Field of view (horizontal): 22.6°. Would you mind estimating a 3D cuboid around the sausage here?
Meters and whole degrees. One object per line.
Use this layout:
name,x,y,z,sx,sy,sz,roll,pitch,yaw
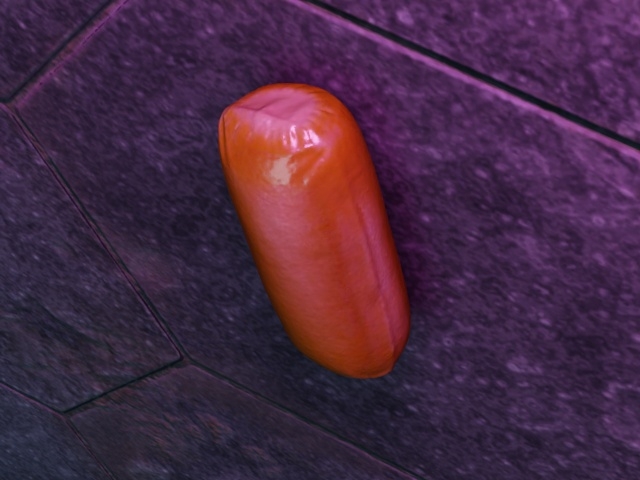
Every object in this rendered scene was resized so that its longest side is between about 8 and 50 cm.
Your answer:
sausage,0.001,0.000,1.138,0.105,0.105,0.274,16,146,28
